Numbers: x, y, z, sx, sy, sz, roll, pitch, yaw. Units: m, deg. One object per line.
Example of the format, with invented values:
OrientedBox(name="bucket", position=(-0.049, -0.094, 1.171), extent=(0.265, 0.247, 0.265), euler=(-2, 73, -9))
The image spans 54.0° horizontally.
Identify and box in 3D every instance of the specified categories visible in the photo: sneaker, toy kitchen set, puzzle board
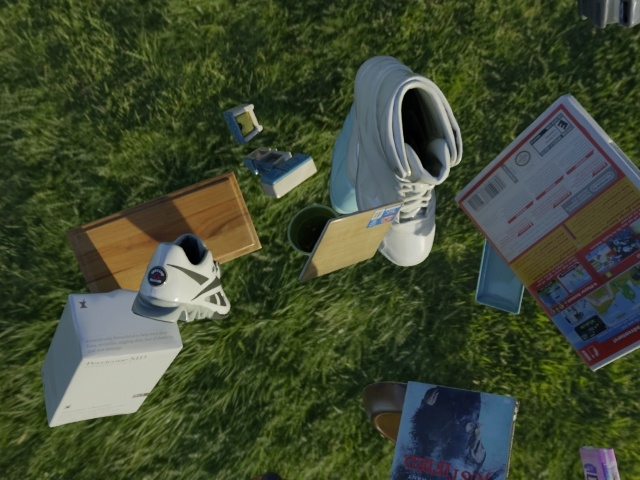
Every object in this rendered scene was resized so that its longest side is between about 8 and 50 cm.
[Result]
OrientedBox(name="sneaker", position=(0.108, -0.072, 0.790), extent=(0.108, 0.169, 0.293), euler=(-16, 115, -6))
OrientedBox(name="sneaker", position=(-0.227, 0.065, 1.140), extent=(0.122, 0.330, 0.147), euler=(12, 87, 4))
OrientedBox(name="sneaker", position=(0.084, -0.202, 1.189), extent=(0.135, 0.150, 0.366), euler=(36, 48, -17))
OrientedBox(name="toy kitchen set", position=(-0.139, -0.213, 1.442), extent=(0.122, 0.207, 0.166), euler=(-38, 124, -26))
OrientedBox(name="puzzle board", position=(0.036, -0.002, 0.739), extent=(0.128, 0.096, 0.011), euler=(-17, 55, -42))

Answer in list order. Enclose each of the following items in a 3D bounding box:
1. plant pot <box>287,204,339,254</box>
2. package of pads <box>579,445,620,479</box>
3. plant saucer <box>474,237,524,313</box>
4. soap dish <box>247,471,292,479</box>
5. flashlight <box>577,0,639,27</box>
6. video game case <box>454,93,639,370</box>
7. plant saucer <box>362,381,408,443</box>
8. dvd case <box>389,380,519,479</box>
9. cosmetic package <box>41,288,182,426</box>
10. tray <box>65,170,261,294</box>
OrientedBox(name="plant pot", position=(0.000, 0.000, 0.972), extent=(0.083, 0.079, 0.084), euler=(-6, 63, 13))
OrientedBox(name="package of pads", position=(0.405, 0.340, 0.905), extent=(0.031, 0.050, 0.084), euler=(-6, 77, -9))
OrientedBox(name="plant saucer", position=(0.264, 0.013, 0.887), extent=(0.067, 0.018, 0.192), euler=(16, 122, 25))
OrientedBox(name="soap dish", position=(0.026, 0.381, 0.656), extent=(0.290, 0.229, 0.118), euler=(16, 123, -3))
OrientedBox(name="flashlight", position=(0.349, -0.419, 0.765), extent=(0.103, 0.304, 0.103), euler=(8, 52, 28))
OrientedBox(name="video game case", position=(0.317, -0.004, 0.765), extent=(0.025, 0.204, 0.285), euler=(-23, 71, -44))
OrientedBox(name="plant saucer", position=(0.221, 0.379, 1.255), extent=(0.310, 0.311, 0.050), euler=(27, 61, -2))
OrientedBox(name="dvd case", position=(0.095, 0.170, 0.468), extent=(0.087, 0.013, 0.120), euler=(3, 67, 29))
OrientedBox(name="cosmetic package", position=(-0.477, 0.264, 1.404), extent=(0.217, 0.385, 0.156), euler=(-3, 60, -33))
OrientedBox(name="tray", position=(-0.371, -0.003, 1.520), extent=(0.410, 0.076, 0.203), euler=(-22, 100, -13))
